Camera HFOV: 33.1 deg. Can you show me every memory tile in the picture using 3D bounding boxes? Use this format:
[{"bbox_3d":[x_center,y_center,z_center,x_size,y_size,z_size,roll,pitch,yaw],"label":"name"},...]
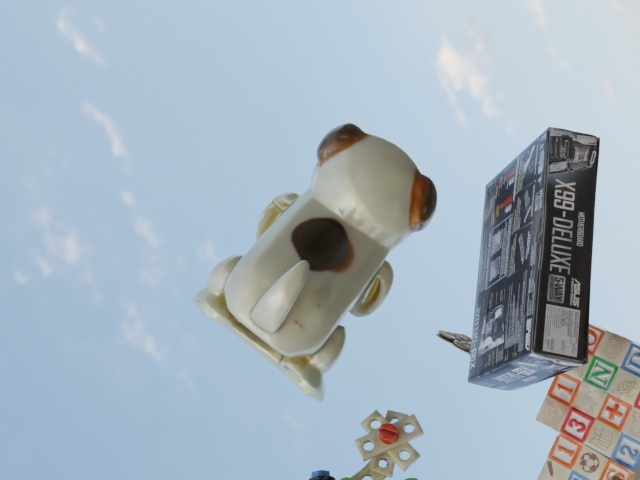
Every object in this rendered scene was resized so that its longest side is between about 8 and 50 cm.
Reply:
[{"bbox_3d":[0.290,0.204,2.068,0.113,0.012,0.148,30,-172,28],"label":"memory tile"}]

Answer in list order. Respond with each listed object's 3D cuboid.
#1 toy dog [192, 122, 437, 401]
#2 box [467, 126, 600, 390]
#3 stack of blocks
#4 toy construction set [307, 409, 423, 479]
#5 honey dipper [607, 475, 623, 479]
[{"bbox_3d":[0.000,0.000,1.794,0.284,0.408,0.395,34,166,16],"label":"toy dog"},{"bbox_3d":[0.284,0.034,1.460,0.076,0.242,0.308,11,-108,-9],"label":"box"},{"bbox_3d":[0.421,0.292,1.632,0.171,0.297,0.087,25,-176,35],"label":"stack of blocks"},{"bbox_3d":[0.093,0.412,1.716,0.151,0.215,0.328,-94,-6,-46],"label":"toy construction set"},{"bbox_3d":[0.320,0.350,1.346,0.030,0.161,0.030,28,-148,-19],"label":"honey dipper"}]
